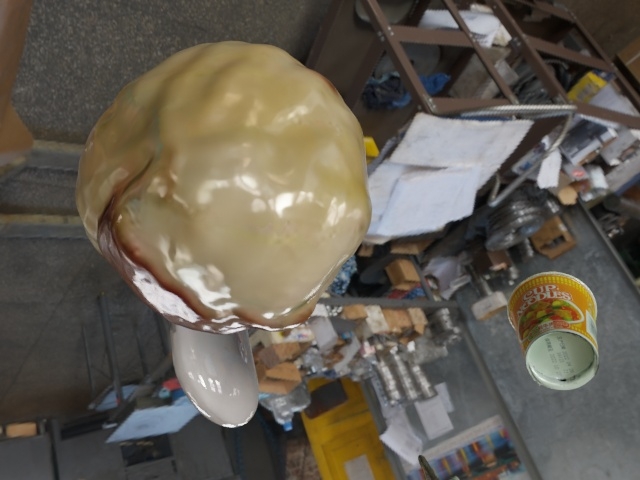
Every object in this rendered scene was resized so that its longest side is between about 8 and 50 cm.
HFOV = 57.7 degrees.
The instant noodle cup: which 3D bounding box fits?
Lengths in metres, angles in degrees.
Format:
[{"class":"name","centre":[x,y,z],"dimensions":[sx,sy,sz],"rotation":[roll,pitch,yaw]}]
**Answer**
[{"class":"instant noodle cup","centre":[0.419,0.168,1.035],"dimensions":[0.168,0.168,0.185],"rotation":[-36,-172,26]}]

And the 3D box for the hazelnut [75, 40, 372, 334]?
[{"class":"hazelnut","centre":[-0.073,-0.044,0.509],"dimensions":[0.261,0.261,0.241],"rotation":[-31,148,18]}]

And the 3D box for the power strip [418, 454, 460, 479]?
[{"class":"power strip","centre":[0.284,0.548,1.068],"dimensions":[0.092,0.257,0.251],"rotation":[-19,115,-12]}]

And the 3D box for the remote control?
[{"class":"remote control","centre":[-0.202,0.194,1.094],"dimensions":[0.103,0.332,0.221],"rotation":[-29,136,11]}]
